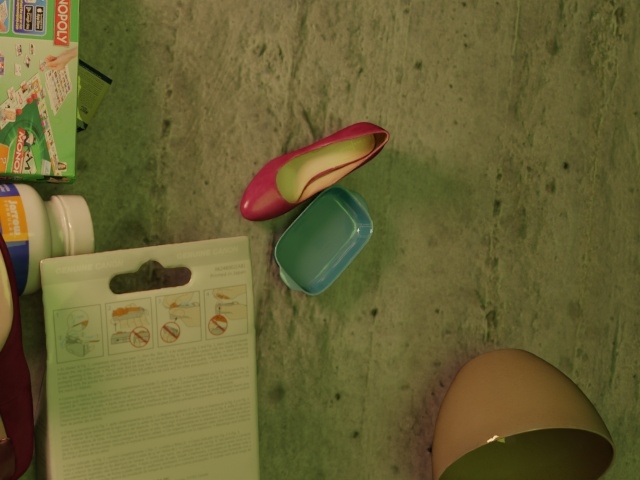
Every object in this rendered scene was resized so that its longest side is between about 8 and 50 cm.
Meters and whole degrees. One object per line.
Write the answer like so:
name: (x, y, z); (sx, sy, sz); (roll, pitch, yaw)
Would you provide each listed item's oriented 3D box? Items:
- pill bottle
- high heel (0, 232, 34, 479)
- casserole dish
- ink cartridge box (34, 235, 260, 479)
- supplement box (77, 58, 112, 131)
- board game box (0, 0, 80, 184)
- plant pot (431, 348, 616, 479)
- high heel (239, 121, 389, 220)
pill bottle: (-0.444, 0.002, 1.703); (0.272, 0.152, 0.152); (-6, 91, -26)
high heel: (-0.428, 0.142, 1.671); (0.127, 0.181, 0.377); (10, 103, 7)
casserole dish: (0.000, 0.000, 1.993); (0.114, 0.037, 0.188); (48, 69, -18)
ink cartridge box: (-0.243, 0.192, 1.799); (0.308, 0.091, 0.385); (-7, 101, -28)
supplement box: (-0.351, -0.207, 1.807); (0.083, 0.056, 0.083); (32, 74, -22)
board game box: (-0.430, -0.238, 1.727); (0.213, 0.046, 0.317); (3, 79, -16)
plant pot: (0.299, 0.284, 2.036); (0.284, 0.284, 0.191); (11, 48, -26)
high heel: (-0.007, -0.102, 1.945); (0.244, 0.117, 0.082); (-29, 102, -25)
